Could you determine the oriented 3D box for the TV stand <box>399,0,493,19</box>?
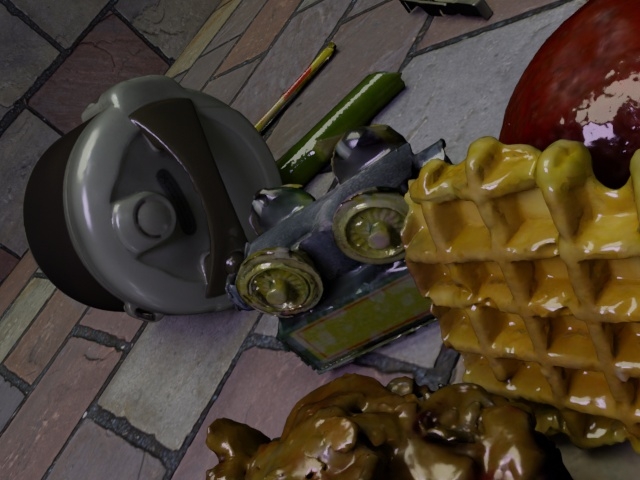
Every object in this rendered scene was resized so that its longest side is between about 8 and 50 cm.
[{"bbox_3d":[0.205,-0.392,0.972,0.042,0.036,0.249,-44,30,4],"label":"TV stand"}]

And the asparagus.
[{"bbox_3d":[0.017,-0.169,0.930,0.278,0.060,0.067,-45,20,4],"label":"asparagus"}]

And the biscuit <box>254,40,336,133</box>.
[{"bbox_3d":[-0.067,-0.301,1.229,0.292,0.026,0.048,-48,10,-1],"label":"biscuit"}]

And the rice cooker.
[{"bbox_3d":[-0.238,-0.053,0.865,0.325,0.335,0.335,-7,49,50],"label":"rice cooker"}]

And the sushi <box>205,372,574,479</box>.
[{"bbox_3d":[0.047,0.180,0.339,0.213,0.204,0.200,-33,28,15],"label":"sushi"}]

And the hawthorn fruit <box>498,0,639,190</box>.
[{"bbox_3d":[0.236,-0.080,0.416,0.215,0.215,0.249,-26,32,33],"label":"hawthorn fruit"}]

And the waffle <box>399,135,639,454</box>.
[{"bbox_3d":[0.161,0.038,0.342,0.219,0.229,0.057,0,36,49],"label":"waffle"}]

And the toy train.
[{"bbox_3d":[0.035,0.009,0.580,0.261,0.177,0.134,-31,34,26],"label":"toy train"}]
